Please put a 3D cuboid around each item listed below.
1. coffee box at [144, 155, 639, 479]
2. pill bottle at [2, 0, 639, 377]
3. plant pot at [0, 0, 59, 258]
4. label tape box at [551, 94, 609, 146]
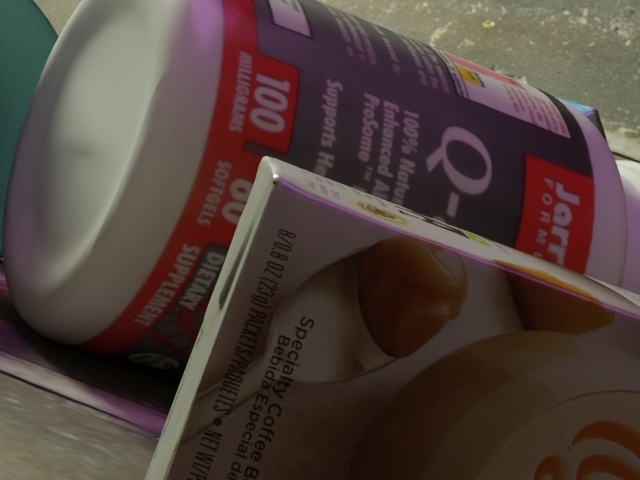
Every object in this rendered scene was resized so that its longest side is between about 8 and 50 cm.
[{"bbox_3d":[0.075,0.082,0.594,0.246,0.141,0.098,19,4,-6],"label":"coffee box"},{"bbox_3d":[0.032,-0.004,1.042,0.363,0.210,0.210,18,5,-27],"label":"pill bottle"},{"bbox_3d":[-0.250,-0.086,1.126,0.165,0.166,0.234,22,-10,27],"label":"plant pot"},{"bbox_3d":[0.000,0.000,1.281,0.333,0.106,0.240,-23,18,-14],"label":"label tape box"}]
